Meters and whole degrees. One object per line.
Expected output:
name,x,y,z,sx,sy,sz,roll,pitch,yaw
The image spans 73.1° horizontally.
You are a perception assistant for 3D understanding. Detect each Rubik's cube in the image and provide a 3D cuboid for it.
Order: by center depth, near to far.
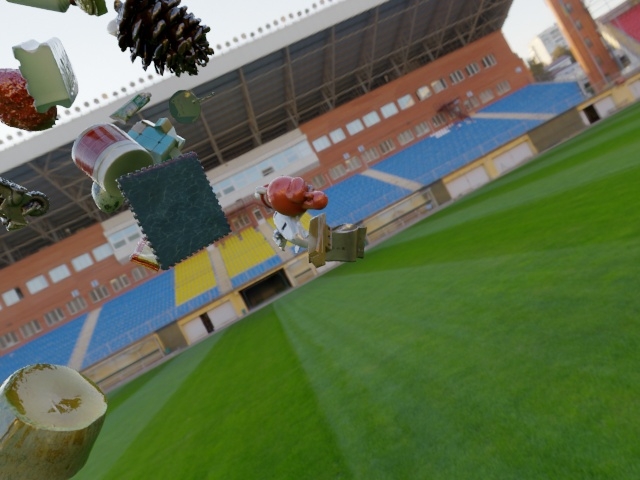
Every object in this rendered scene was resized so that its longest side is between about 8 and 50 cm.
Rubik's cube,-0.714,-0.420,1.907,0.224,0.265,0.213,119,175,-54

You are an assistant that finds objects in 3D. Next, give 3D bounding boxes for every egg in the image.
egg,-0.910,-0.204,1.860,0.132,0.172,0.132,0,-10,0

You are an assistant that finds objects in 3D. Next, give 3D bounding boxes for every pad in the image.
pad,-0.387,-0.089,1.188,0.012,0.269,0.270,-12,19,41

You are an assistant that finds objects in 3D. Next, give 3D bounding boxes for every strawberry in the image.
strawberry,-1.183,-0.563,1.690,0.257,0.257,0.277,-29,-19,17

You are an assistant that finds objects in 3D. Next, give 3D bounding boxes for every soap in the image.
soap,-0.932,-0.580,1.492,0.115,0.208,0.347,-15,32,-17

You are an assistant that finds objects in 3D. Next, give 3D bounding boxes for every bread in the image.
bread,-0.797,-0.839,1.474,0.064,0.117,0.156,-61,-1,-18

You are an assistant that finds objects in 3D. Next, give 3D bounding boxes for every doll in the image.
doll,-0.100,-0.144,1.409,0.290,0.129,0.161,7,-16,47

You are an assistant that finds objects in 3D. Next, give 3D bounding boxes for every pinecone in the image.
pinecone,-0.428,-0.555,1.172,0.224,0.272,0.224,-48,27,34

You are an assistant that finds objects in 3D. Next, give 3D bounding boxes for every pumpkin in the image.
pumpkin,-0.793,0.502,1.235,0.199,0.332,0.332,-64,-5,5

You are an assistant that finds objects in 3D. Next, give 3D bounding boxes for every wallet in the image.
wallet,-0.814,0.058,2.056,0.067,0.141,0.241,-59,21,12

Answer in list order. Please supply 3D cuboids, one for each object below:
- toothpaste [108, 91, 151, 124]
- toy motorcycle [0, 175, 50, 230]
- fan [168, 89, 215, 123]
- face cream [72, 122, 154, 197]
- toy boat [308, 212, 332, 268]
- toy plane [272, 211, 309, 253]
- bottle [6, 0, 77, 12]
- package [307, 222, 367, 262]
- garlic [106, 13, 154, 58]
toothpaste,-0.826,-0.591,1.909,0.047,0.078,0.248,-56,6,49
toy motorcycle,-0.840,-0.104,1.124,0.129,0.094,0.229,-56,-40,-2
fan,-0.441,-0.471,1.487,0.175,0.113,0.005,-20,16,10
face cream,-0.722,-0.280,1.509,0.201,0.187,0.201,-46,-18,-21
toy boat,0.000,0.000,1.416,0.057,0.200,0.077,-24,-42,32
toy plane,-0.120,-0.053,1.899,0.117,0.244,0.245,2,-24,-46
bottle,-0.991,-0.883,1.547,0.245,0.104,0.104,6,-9,-11
package,0.070,0.018,1.866,0.251,0.062,0.204,-5,-43,-4
garlic,-0.778,-0.917,1.925,0.281,0.203,0.184,28,-78,-41
